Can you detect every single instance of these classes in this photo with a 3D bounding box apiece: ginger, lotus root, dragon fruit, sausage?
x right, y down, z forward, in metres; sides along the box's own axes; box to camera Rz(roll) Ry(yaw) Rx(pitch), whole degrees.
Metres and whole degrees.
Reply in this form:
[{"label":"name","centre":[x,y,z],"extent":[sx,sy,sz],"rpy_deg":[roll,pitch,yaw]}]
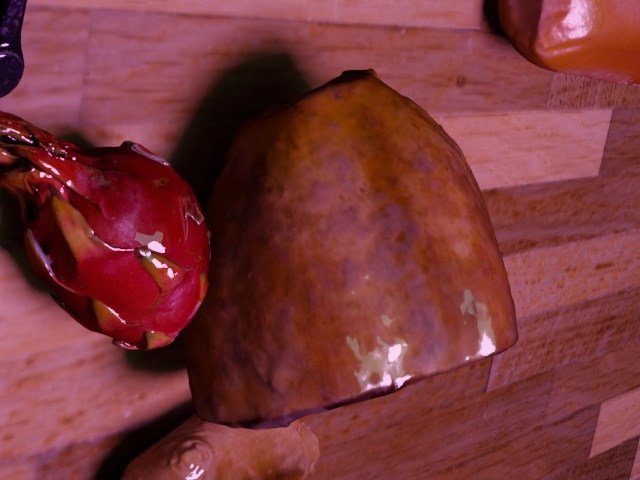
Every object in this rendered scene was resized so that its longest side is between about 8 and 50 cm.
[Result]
[{"label":"ginger","centre":[-0.073,0.151,0.794],"extent":[0.190,0.069,0.095],"rpy_deg":[-28,123,-42]},{"label":"lotus root","centre":[0.000,0.000,0.759],"extent":[0.199,0.188,0.180],"rpy_deg":[-18,97,-7]},{"label":"dragon fruit","centre":[-0.116,-0.019,0.644],"extent":[0.094,0.094,0.190],"rpy_deg":[-55,134,-20]},{"label":"sausage","centre":[0.231,-0.175,1.010],"extent":[0.274,0.105,0.105],"rpy_deg":[-2,108,-52]}]

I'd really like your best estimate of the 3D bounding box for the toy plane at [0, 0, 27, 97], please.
[{"label":"toy plane","centre":[-0.174,-0.068,0.492],"extent":[0.106,0.155,0.382],"rpy_deg":[3,121,-54]}]
